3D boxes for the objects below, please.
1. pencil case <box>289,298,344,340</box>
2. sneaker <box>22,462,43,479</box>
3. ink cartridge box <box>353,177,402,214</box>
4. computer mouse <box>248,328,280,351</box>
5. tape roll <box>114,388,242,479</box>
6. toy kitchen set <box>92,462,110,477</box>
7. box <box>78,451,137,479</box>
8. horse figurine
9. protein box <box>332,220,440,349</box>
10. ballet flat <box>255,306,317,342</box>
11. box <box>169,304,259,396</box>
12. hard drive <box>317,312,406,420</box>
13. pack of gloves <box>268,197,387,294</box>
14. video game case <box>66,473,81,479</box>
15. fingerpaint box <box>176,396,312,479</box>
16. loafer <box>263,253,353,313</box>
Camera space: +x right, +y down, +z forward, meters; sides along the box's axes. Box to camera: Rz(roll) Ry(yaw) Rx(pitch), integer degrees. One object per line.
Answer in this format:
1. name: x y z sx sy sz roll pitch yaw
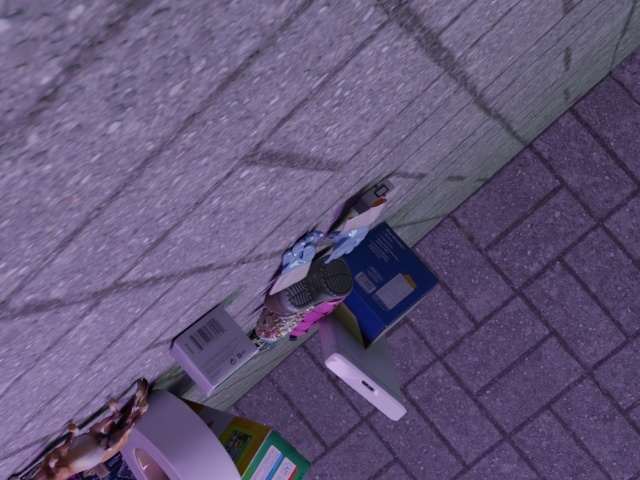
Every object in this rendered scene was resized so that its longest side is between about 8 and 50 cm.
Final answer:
1. pencil case: -0.025 0.147 2.140 0.098 0.095 0.209 6 149 -25
2. sneaker: -0.485 0.406 1.560 0.083 0.032 0.037 -37 172 -23
3. ink cartridge box: 0.102 -0.080 1.672 0.083 0.028 0.048 -37 172 -25
4. computer mouse: -0.147 0.237 2.249 0.106 0.042 0.193 -48 165 20
5. tape roll: -0.267 0.423 1.774 0.100 0.286 0.286 -37 172 -30
6. toy kitchen set: -0.432 0.406 1.664 0.083 0.075 0.068 -38 171 -12
7. box: -0.374 0.473 1.953 0.220 0.175 0.051 -41 171 1
8. horse figurine: -0.376 0.326 1.520 0.263 0.066 0.174 -31 162 -42
9. protein box: 0.128 0.103 2.202 0.201 0.200 0.136 -36 169 -34
10. ballet flat: -0.053 0.120 1.951 0.241 0.091 0.077 -39 143 -45
11. box: -0.174 0.180 1.529 0.101 0.102 0.087 -39 174 -23
12. hard drive: 0.087 0.255 2.237 0.047 0.233 0.353 -44 -160 13
13. pack of gloves: 0.000 0.000 1.659 0.195 0.046 0.232 -25 165 -20
14. video game case: -0.565 0.514 1.682 0.210 0.042 0.232 -37 176 32
15. fingerpaint box: -0.285 0.592 2.023 0.371 0.163 0.445 4 -126 48
16. loafer: -0.025 0.088 1.864 0.087 0.094 0.251 -16 179 36
